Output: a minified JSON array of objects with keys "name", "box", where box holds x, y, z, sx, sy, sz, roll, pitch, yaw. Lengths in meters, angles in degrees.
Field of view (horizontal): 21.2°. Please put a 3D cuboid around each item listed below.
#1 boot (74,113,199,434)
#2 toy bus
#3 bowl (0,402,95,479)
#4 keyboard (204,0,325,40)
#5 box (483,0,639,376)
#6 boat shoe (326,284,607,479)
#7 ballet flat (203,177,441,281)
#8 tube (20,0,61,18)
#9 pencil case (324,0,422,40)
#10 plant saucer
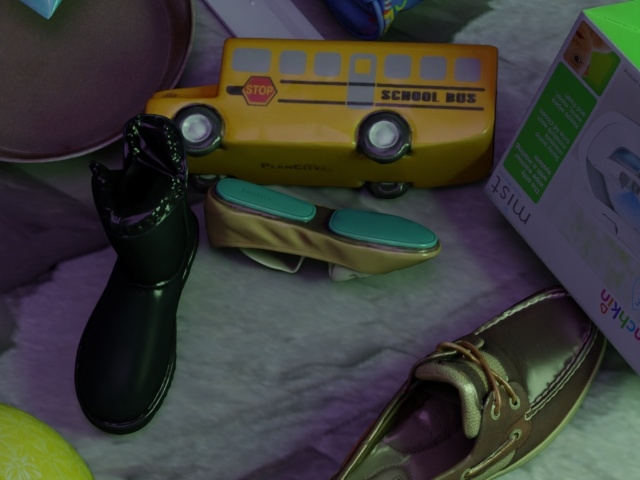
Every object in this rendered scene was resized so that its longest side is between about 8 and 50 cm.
[{"name":"boot","box":[-0.174,0.030,1.548,0.094,0.207,0.247,12,66,8]},{"name":"toy bus","box":[0.003,-0.121,1.655,0.332,0.108,0.130,2,70,6]},{"name":"bowl","box":[-0.336,0.253,1.478,0.289,0.156,0.290,-1,65,2]},{"name":"keyboard","box":[-0.026,-0.188,1.754,0.072,0.014,0.256,-36,68,-8]},{"name":"box","box":[0.304,-0.045,1.528,0.126,0.231,0.262,-14,55,-38]},{"name":"boat shoe","box":[0.129,0.151,1.523,0.342,0.123,0.123,-37,69,-15]},{"name":"ballet flat","box":[0.000,0.000,1.636,0.232,0.073,0.080,15,26,11]},{"name":"tube","box":[-0.247,-0.325,1.756,0.080,0.052,0.207,31,75,21]},{"name":"pencil case","box":[0.134,-0.330,1.749,0.306,0.133,0.119,-36,101,-13]},{"name":"plant saucer","box":[-0.281,-0.207,1.751,0.310,0.050,0.311,-1,64,1]}]
